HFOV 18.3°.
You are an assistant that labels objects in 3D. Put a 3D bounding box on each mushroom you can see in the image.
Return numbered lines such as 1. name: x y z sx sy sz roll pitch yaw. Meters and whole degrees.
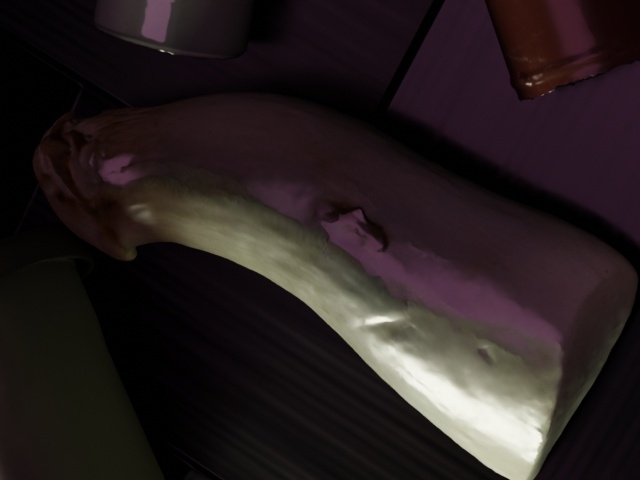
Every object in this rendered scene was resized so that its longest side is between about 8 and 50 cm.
1. mushroom: -0.001 0.000 1.294 0.397 0.126 0.177 30 117 10

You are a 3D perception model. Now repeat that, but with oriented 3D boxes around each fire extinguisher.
1. fire extinguisher: 0.137 -0.265 1.214 0.147 0.106 0.337 -18 93 -3

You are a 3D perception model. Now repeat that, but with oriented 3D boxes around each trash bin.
1. trash bin: -0.230 0.140 1.357 0.220 0.219 0.250 -23 97 24

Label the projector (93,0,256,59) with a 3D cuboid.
1. projector: -0.068 -0.290 1.277 0.108 0.108 0.337 16 105 17
